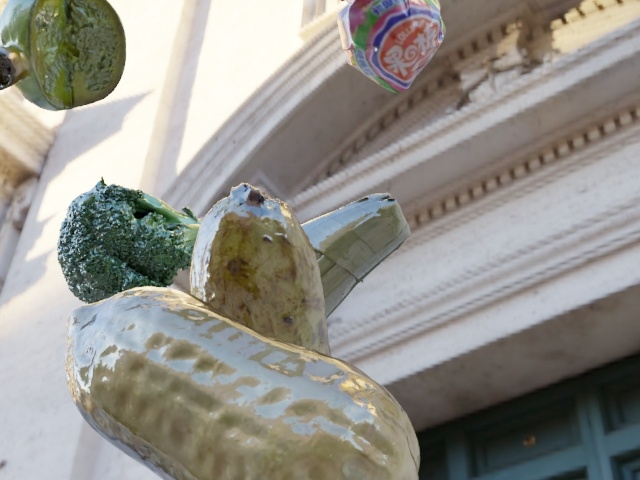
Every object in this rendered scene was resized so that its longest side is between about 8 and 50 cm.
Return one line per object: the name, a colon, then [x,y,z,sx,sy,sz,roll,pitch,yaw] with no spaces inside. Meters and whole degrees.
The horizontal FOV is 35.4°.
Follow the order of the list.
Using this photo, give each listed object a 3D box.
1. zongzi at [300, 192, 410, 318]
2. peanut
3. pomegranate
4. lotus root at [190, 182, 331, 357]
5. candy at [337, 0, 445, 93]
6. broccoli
zongzi: [0.000,0.000,1.574,0.228,0.256,0.115,-42,-59,-9]
peanut: [-0.053,0.096,0.561,0.236,0.120,0.110,22,-76,30]
pomegranate: [-0.309,-0.214,1.127,0.169,0.122,0.143,-28,-54,-32]
lotus root: [-0.044,0.078,0.835,0.110,0.097,0.259,4,-61,29]
candy: [0.035,-0.303,1.214,0.124,0.365,0.124,-12,-53,-17]
broccoli: [-0.305,0.023,1.644,0.245,0.294,0.265,-9,-70,-17]
